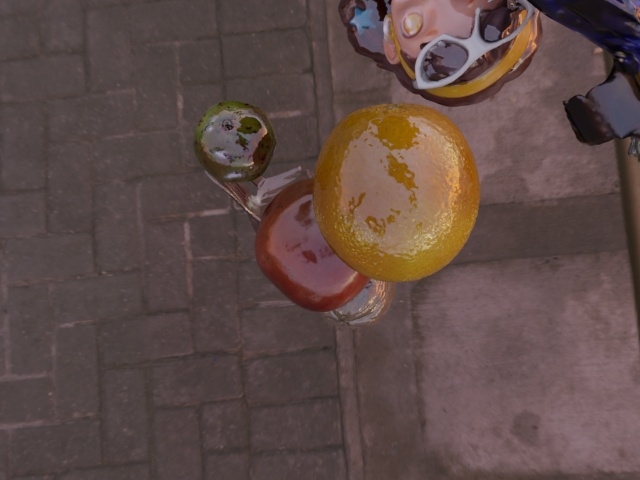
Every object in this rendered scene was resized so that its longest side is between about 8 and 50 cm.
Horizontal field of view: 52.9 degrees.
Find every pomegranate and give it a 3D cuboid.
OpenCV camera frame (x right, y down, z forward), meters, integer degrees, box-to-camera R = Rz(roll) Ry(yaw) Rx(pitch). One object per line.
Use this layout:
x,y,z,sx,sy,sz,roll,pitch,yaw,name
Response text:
-0.112,-0.126,0.879,0.115,0.142,0.114,-2,74,7,pomegranate

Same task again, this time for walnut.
0.084,0.117,1.651,0.225,0.224,0.224,0,85,3,walnut

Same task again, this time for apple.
-0.002,-0.001,1.119,0.234,0.234,0.233,0,85,3,apple

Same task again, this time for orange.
0.098,-0.062,0.837,0.237,0.236,0.236,0,85,3,orange

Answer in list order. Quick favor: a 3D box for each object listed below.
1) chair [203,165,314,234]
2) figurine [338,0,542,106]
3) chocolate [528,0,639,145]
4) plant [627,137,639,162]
-0.103,-0.107,1.446,0.183,0.326,0.175,-20,45,13,chair
0.051,-0.198,0.425,0.175,0.116,0.240,-35,88,15,figurine
0.188,-0.069,0.325,0.126,0.148,0.343,-30,87,-23,chocolate
0.568,-0.197,0.994,0.132,0.129,0.194,23,74,40,plant
